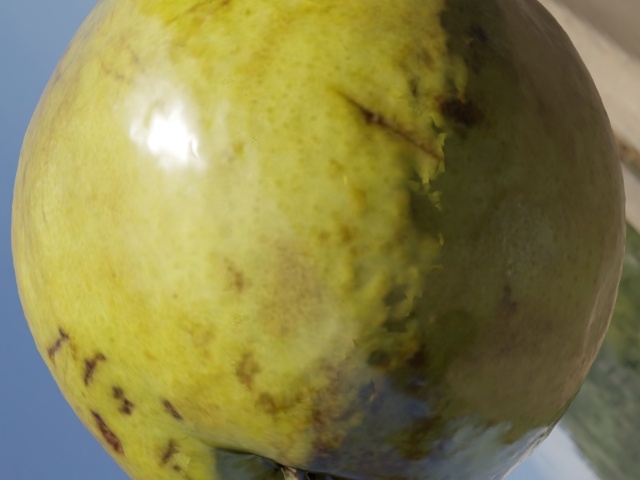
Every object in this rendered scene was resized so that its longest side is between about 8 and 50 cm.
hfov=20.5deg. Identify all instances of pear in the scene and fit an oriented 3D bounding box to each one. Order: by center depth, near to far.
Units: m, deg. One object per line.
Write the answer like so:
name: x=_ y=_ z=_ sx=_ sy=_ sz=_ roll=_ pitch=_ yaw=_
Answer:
pear: x=0.000 y=0.000 z=0.851 sx=0.304 sy=0.304 sz=0.304 roll=46 pitch=-174 yaw=-6
